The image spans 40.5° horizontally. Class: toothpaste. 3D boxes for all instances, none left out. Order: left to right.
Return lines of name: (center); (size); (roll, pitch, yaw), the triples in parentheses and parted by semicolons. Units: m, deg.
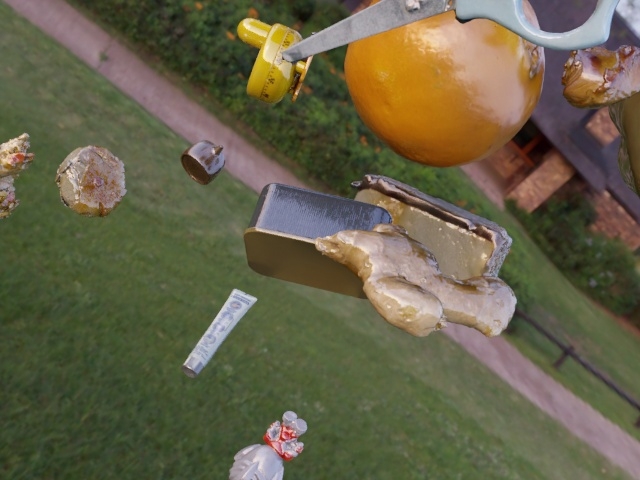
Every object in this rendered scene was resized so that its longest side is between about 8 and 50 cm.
toothpaste: (-0.215, 0.191, 1.834); (0.062, 0.039, 0.239); (21, 49, 16)

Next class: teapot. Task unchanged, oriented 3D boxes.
teapot: (-0.218, -0.152, 1.644); (0.076, 0.121, 0.068); (50, 61, -9)

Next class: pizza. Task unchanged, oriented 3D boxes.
pizza: (-0.745, -0.117, 1.973); (0.074, 0.287, 0.251); (62, -3, 16)

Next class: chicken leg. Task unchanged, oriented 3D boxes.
chicken leg: (0.470, -0.256, 1.285); (0.087, 0.251, 0.107); (82, -10, -47)

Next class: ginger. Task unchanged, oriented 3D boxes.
ginger: (0.107, 0.037, 0.855); (0.214, 0.059, 0.133); (5, 38, -38)

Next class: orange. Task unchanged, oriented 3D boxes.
orange: (0.190, -0.266, 1.330); (0.312, 0.312, 0.312); (41, 18, -16)

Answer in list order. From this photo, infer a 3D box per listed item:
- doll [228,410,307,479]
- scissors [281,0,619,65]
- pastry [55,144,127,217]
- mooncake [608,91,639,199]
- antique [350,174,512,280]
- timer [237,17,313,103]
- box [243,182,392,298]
doll: (-0.090, 0.361, 1.418); (0.094, 0.180, 0.079); (38, -6, 23)
scissors: (0.108, -0.231, 0.816); (0.029, 0.360, 0.191); (-32, 104, -56)
pastry: (-0.470, -0.120, 1.788); (0.153, 0.081, 0.153); (12, 74, -51)
mooncake: (0.786, -0.238, 1.652); (0.467, 0.467, 0.262); (43, 20, -13)
antique: (0.167, -0.013, 1.451); (0.284, 0.125, 0.150); (26, 10, 19)
timer: (-0.071, -0.241, 1.160); (0.109, 0.107, 0.107); (22, 20, -5)
box: (0.000, 0.000, 1.237); (0.200, 0.090, 0.144); (12, -28, 7)
